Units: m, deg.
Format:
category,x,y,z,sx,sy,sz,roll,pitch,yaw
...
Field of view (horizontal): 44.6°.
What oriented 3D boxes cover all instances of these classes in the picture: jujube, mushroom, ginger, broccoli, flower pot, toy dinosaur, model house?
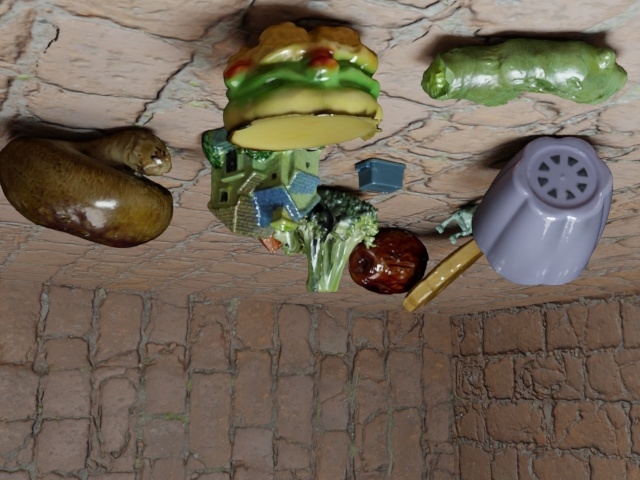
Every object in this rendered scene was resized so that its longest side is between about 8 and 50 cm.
category,x,y,z,sx,sy,sz,roll,pitch,yaw
jujube,0.197,0.062,2.238,0.197,0.197,0.290,-8,176,36
mushroom,-0.449,-0.097,1.500,0.345,0.239,0.345,19,153,10
ginger,0.287,-0.234,1.104,0.289,0.089,0.137,-6,149,7
broccoli,0.000,0.000,1.833,0.262,0.244,0.247,4,-178,9
flower pot,0.445,-0.075,1.528,0.264,0.265,0.243,0,154,2
toy dinosaur,0.361,-0.036,2.039,0.129,0.076,0.383,-24,174,-1
model house,-0.108,-0.108,1.474,0.214,0.189,0.195,-7,168,38

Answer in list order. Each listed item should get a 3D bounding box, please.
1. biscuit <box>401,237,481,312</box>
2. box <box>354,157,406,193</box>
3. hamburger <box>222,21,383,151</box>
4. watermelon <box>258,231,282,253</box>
category,x,y,z,sx,sy,sz,roll,pitch,yaw
biscuit,0.362,0.085,2.212,0.312,0.057,0.351,-24,161,-49
box,0.127,-0.134,1.650,0.099,0.054,0.074,7,168,-30
hamburger,-0.027,-0.213,1.063,0.237,0.149,0.237,-4,176,0
watermelon,-0.107,-0.053,1.982,0.145,0.137,0.193,-34,170,-6
